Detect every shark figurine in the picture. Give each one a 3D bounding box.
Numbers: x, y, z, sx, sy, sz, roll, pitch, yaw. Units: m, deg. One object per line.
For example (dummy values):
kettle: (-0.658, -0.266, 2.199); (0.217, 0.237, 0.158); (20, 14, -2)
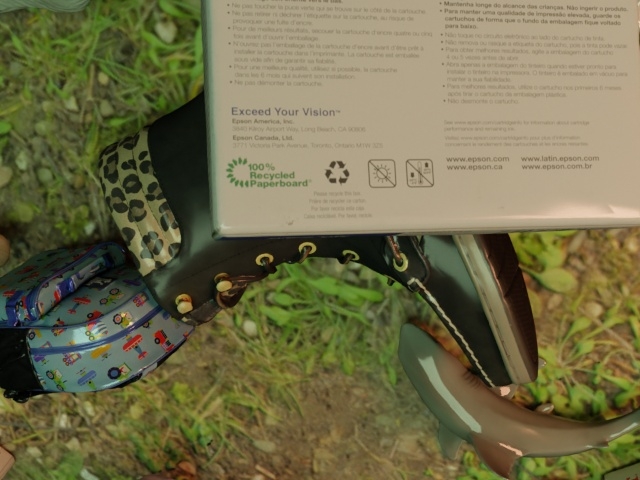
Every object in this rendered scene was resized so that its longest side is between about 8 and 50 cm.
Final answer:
shark figurine: (0.203, 0.182, 0.878); (0.278, 0.116, 0.166); (8, 116, 9)

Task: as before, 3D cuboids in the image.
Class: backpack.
backpack: (-0.211, 0.072, 0.862); (0.173, 0.158, 0.117); (-4, 112, 36)

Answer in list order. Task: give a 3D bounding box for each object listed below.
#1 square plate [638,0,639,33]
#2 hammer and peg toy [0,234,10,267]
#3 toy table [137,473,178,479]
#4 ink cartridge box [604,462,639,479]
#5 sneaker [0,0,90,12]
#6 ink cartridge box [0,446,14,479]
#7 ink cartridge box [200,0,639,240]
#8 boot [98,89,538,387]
square plate: (0.475, -0.141, 0.719); (0.344, 0.049, 0.347); (-32, 104, 21)
hammer and peg toy: (-0.412, 0.008, 0.849); (0.127, 0.266, 0.362); (3, 117, 33)
toy table: (-0.119, 0.388, 0.968); (0.160, 0.252, 0.274); (11, 128, 23)
ink cartridge box: (0.411, 0.267, 0.823); (0.278, 0.201, 0.117); (-26, 107, 20)
sneaker: (-0.284, -0.245, 0.808); (0.237, 0.086, 0.085); (8, 144, 20)
ink cartridge box: (-0.544, 0.247, 1.069); (0.296, 0.066, 0.261); (42, 113, -8)
ink cartridge box: (0.075, -0.168, 0.683); (0.323, 0.071, 0.330); (-1, 86, -13)
boot: (0.000, 0.000, 0.818); (0.284, 0.138, 0.378); (-27, 102, 19)
